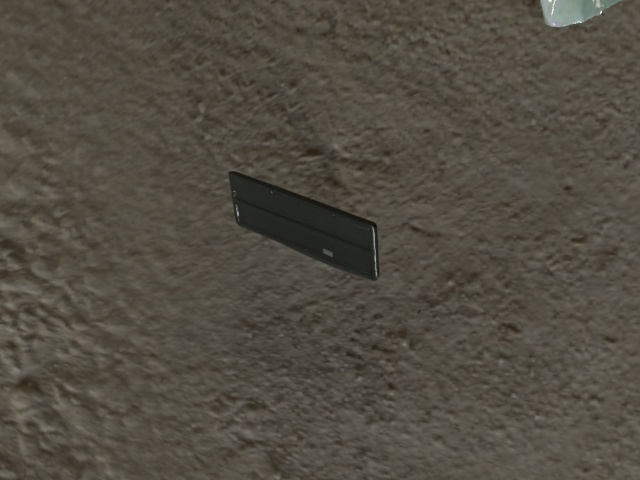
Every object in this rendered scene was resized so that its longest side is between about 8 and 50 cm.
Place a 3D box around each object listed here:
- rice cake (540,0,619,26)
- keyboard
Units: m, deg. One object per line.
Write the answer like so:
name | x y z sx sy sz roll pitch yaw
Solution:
rice cake | 0.198 -0.250 0.678 0.198 0.037 0.190 -22 108 -46
keyboard | 0.010 -0.005 1.382 0.041 0.381 0.104 -30 130 -33
